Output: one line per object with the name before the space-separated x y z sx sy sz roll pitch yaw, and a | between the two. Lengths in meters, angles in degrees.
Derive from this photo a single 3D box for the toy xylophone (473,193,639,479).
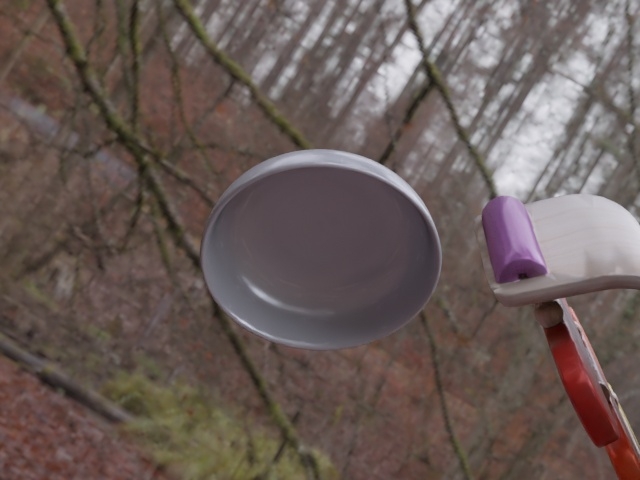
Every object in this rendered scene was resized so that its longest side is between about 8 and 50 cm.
toy xylophone | 0.184 0.120 0.561 0.323 0.081 0.236 62 12 -9

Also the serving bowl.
serving bowl | 0.000 0.000 0.386 0.083 0.083 0.027 33 32 -24
